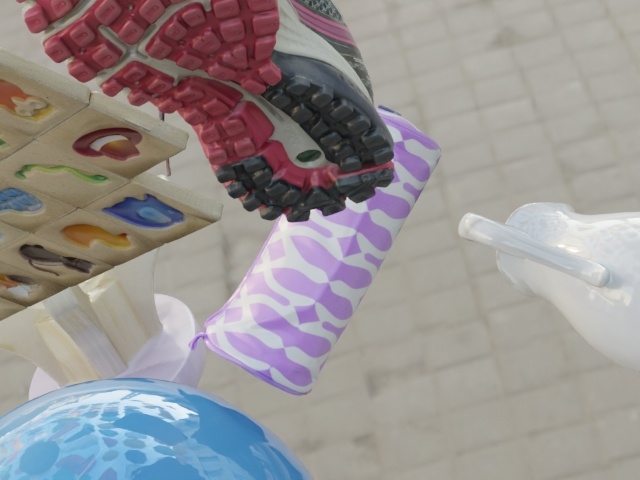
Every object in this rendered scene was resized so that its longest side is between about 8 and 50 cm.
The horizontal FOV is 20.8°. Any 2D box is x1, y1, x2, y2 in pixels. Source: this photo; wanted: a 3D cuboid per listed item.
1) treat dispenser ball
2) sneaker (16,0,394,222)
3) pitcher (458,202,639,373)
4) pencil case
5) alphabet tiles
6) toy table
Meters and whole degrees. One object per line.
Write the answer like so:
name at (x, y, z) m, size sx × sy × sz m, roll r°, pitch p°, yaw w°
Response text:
treat dispenser ball at (-0.124, 0.232, 1.105) m, size 0.288 × 0.288 × 0.288 m, roll -12°, pitch 33°, yaw 8°
sneaker at (-0.065, -0.122, 0.899) m, size 0.121 × 0.299 × 0.112 m, roll -22°, pitch 54°, yaw 14°
pitcher at (0.223, 0.028, 1.371) m, size 0.177 × 0.125 × 0.207 m, roll 12°, pitch 9°, yaw -44°
pencil case at (0.000, 0.000, 1.145) m, size 0.206 × 0.088 × 0.086 m, roll -62°, pitch 10°, yaw -2°
alphabet tiles at (-0.160, -0.026, 0.653) m, size 0.237 × 0.198 × 0.009 m, roll -23°, pitch 51°, yaw 51°
toy table at (-0.217, 0.066, 1.607) m, size 0.252 × 0.161 × 0.274 m, roll -33°, pitch 21°, yaw -13°
